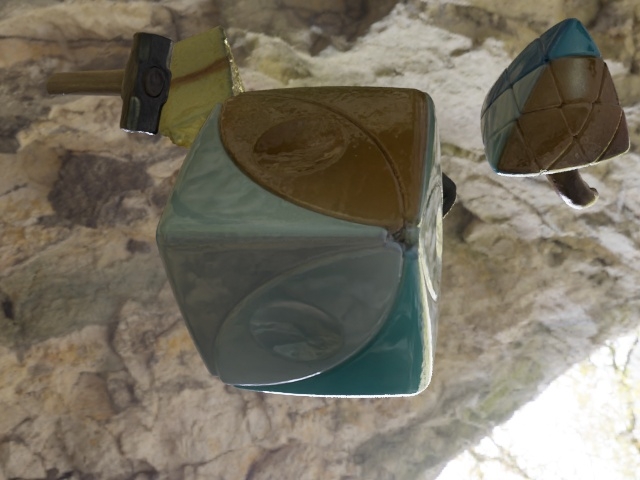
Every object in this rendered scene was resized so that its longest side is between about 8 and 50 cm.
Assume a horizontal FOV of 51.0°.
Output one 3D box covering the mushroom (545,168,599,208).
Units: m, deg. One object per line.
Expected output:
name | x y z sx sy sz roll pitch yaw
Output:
mushroom | 0.501 -0.136 1.372 0.210 0.072 0.094 47 -160 -27

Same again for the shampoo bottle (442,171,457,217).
shampoo bottle | 0.168 -0.103 1.431 0.084 0.125 0.350 45 175 -17

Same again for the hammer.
hammer | -0.295 -0.204 0.886 0.043 0.365 0.111 6 -84 -39

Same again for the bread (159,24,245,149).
bread | -0.254 -0.293 1.525 0.236 0.198 0.263 61 -166 -59

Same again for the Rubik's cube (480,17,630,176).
Rubik's cube | 0.324 -0.189 1.085 0.254 0.254 0.254 38 -136 -49

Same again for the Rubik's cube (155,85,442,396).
Rubik's cube | 0.000 0.000 0.989 0.347 0.352 0.352 -76 -17 -45
